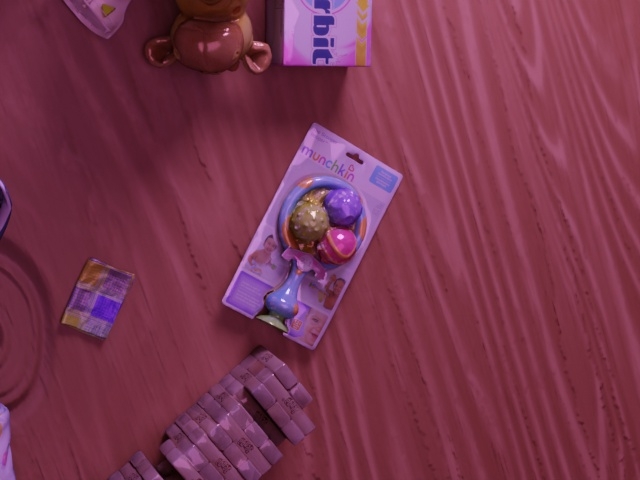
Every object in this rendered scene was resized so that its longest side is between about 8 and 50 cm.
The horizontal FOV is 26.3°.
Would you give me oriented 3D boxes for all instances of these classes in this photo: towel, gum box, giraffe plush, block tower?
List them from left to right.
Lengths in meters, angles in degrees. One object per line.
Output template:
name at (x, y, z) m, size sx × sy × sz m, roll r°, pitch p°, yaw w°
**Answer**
towel at (-0.249, 0.065, 1.529) m, size 0.060 × 0.009 × 0.083 m, roll 26°, pitch 89°, yaw -25°
block tower at (-0.155, 0.270, 1.558) m, size 0.335 × 0.097 × 0.091 m, roll -41°, pitch 111°, yaw -10°
giraffe plush at (-0.121, -0.252, 1.455) m, size 0.210 × 0.181 × 0.170 m, roll -38°, pitch 142°, yaw -58°
gum box at (-0.001, -0.290, 1.537) m, size 0.107 × 0.062 × 0.188 m, roll -3°, pitch 100°, yaw -22°

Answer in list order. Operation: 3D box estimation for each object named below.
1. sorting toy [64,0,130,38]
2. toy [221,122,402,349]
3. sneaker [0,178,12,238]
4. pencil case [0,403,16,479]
sorting toy at (-0.234, -0.270, 1.461) m, size 0.075 × 0.045 × 0.083 m, roll -46°, pitch 113°, yaw -17°
toy at (0.000, 0.000, 1.593) m, size 0.137 × 0.056 × 0.237 m, roll 29°, pitch 88°, yaw -25°
sneaker at (-0.371, -0.108, 1.370) m, size 0.099 × 0.153 × 0.282 m, roll -7°, pitch 102°, yaw -21°
pencil case at (-0.369, 0.306, 1.461) m, size 0.113 × 0.124 × 0.273 m, roll -11°, pitch 104°, yaw -20°
